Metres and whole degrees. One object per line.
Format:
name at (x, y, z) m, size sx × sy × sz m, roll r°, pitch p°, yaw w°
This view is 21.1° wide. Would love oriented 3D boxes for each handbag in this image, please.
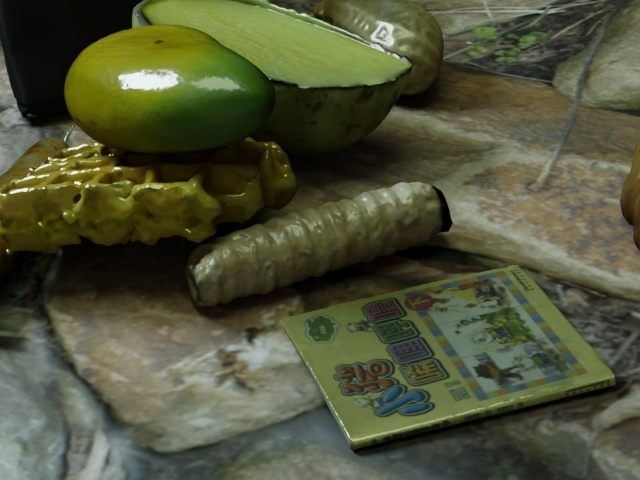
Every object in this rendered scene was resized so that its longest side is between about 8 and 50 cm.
handbag at (-0.198, -0.249, 1.620) m, size 0.223 × 0.246 × 0.080 m, roll -10°, pitch 22°, yaw -10°

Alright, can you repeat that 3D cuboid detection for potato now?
potato at (-0.058, -0.135, 1.523) m, size 0.272 × 0.111 × 0.160 m, roll 25°, pitch 33°, yaw 32°

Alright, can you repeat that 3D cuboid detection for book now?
book at (0.087, 0.079, 1.217) m, size 0.192 × 0.013 × 0.168 m, roll -13°, pitch 30°, yaw -13°

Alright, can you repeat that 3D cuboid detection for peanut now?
peanut at (0.057, -0.199, 1.652) m, size 0.093 × 0.083 × 0.194 m, roll -27°, pitch 35°, yaw -11°

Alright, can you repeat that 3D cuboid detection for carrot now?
carrot at (-0.255, -0.026, 1.404) m, size 0.078 × 0.078 × 0.298 m, roll 3°, pitch 27°, yaw 14°

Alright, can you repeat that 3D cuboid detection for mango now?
mango at (-0.125, -0.116, 1.351) m, size 0.137 × 0.091 × 0.237 m, roll -17°, pitch 16°, yaw -16°

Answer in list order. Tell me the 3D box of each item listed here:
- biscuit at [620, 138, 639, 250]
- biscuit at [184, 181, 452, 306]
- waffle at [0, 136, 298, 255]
biscuit at (0.397, -0.058, 1.336) m, size 0.326 × 0.107 × 0.325 m, roll -6°, pitch 31°, yaw 3°
biscuit at (0.000, 0.000, 1.325) m, size 0.219 × 0.055 × 0.061 m, roll -17°, pitch -4°, yaw -18°
waffle at (-0.120, -0.050, 1.385) m, size 0.219 × 0.057 × 0.229 m, roll -4°, pitch 15°, yaw 13°
